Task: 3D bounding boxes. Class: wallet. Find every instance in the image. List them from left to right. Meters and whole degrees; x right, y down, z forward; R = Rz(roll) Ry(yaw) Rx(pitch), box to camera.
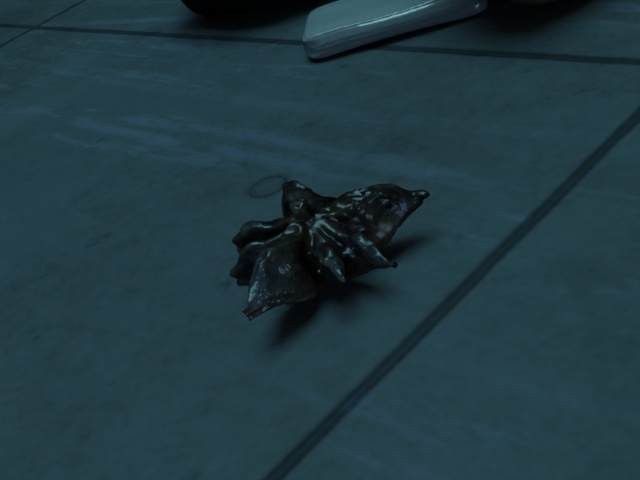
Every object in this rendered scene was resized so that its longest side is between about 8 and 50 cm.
[{"bbox_3d":[0.073,-0.223,0.893,0.190,0.033,0.095,-13,33,14],"label":"wallet"}]

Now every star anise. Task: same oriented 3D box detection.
[{"bbox_3d":[-0.009,0.006,0.553,0.124,0.056,0.129,6,39,36],"label":"star anise"}]

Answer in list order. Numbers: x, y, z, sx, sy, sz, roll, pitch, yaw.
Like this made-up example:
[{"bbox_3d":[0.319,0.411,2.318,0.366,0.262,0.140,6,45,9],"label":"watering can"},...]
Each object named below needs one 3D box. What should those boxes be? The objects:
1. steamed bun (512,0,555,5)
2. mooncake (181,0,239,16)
[{"bbox_3d":[0.227,-0.399,0.795,0.372,0.325,0.230,-28,-3,-16],"label":"steamed bun"},{"bbox_3d":[-0.076,-0.390,1.074,0.283,0.141,0.283,-34,20,14],"label":"mooncake"}]
